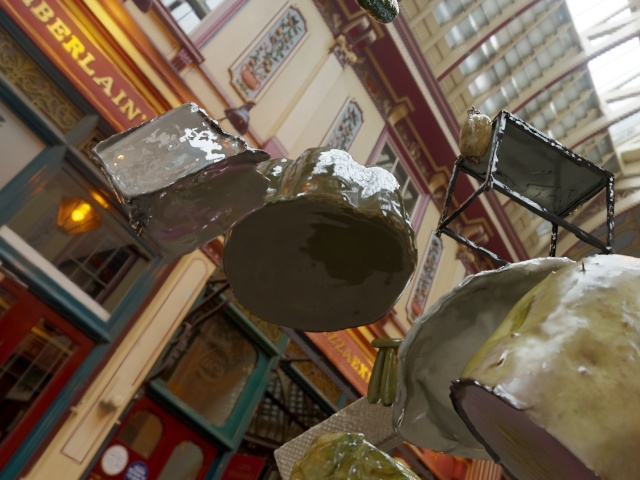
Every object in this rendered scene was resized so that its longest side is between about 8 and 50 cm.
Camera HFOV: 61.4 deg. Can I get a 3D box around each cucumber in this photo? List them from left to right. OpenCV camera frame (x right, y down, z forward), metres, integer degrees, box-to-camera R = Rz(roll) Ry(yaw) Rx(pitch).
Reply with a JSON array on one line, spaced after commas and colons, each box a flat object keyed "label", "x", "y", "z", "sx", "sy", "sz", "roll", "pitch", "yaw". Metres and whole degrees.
[{"label": "cucumber", "x": 0.105, "y": -0.447, "z": 1.009, "sx": 0.056, "sy": 0.250, "sz": 0.056, "roll": 3, "pitch": -83, "yaw": 25}]

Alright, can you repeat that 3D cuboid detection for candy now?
[{"label": "candy", "x": -0.190, "y": -0.081, "z": 0.744, "sx": 0.185, "sy": 0.195, "sz": 0.137, "roll": 41, "pitch": -25, "yaw": 38}]

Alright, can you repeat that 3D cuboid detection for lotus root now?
[{"label": "lotus root", "x": 0.340, "y": -0.235, "z": 1.188, "sx": 0.063, "sy": 0.151, "sz": 0.072, "roll": 19, "pitch": -26, "yaw": -29}]

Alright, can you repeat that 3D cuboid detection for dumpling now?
[{"label": "dumpling", "x": 0.217, "y": 0.186, "z": 0.721, "sx": 0.260, "sy": 0.181, "sz": 0.341, "roll": -1, "pitch": -34, "yaw": -11}]

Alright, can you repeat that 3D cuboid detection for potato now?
[{"label": "potato", "x": 0.279, "y": 0.124, "z": 0.514, "sx": 0.229, "sy": 0.266, "sz": 0.229, "roll": 40, "pitch": -20, "yaw": 19}]

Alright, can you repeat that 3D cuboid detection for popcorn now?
[{"label": "popcorn", "x": 0.075, "y": 0.445, "z": 0.868, "sx": 0.286, "sy": 0.252, "sz": 0.215, "roll": 28, "pitch": -80, "yaw": 14}]

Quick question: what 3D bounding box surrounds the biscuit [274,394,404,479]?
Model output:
[{"label": "biscuit", "x": 0.086, "y": 0.480, "z": 1.336, "sx": 0.426, "sy": 0.144, "sz": 0.078, "roll": -32, "pitch": -39, "yaw": 6}]

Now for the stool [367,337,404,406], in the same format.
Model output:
[{"label": "stool", "x": 0.141, "y": 0.223, "z": 0.910, "sx": 0.134, "sy": 0.110, "sz": 0.135, "roll": -6, "pitch": -17, "yaw": 34}]

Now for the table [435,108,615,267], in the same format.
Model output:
[{"label": "table", "x": 0.497, "y": -0.085, "z": 1.307, "sx": 0.335, "sy": 0.272, "sz": 0.222, "roll": 28, "pitch": -37, "yaw": -6}]

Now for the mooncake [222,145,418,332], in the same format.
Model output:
[{"label": "mooncake", "x": 0.000, "y": 0.000, "z": 1.054, "sx": 0.379, "sy": 0.200, "sz": 0.378, "roll": 1, "pitch": -46, "yaw": 1}]
